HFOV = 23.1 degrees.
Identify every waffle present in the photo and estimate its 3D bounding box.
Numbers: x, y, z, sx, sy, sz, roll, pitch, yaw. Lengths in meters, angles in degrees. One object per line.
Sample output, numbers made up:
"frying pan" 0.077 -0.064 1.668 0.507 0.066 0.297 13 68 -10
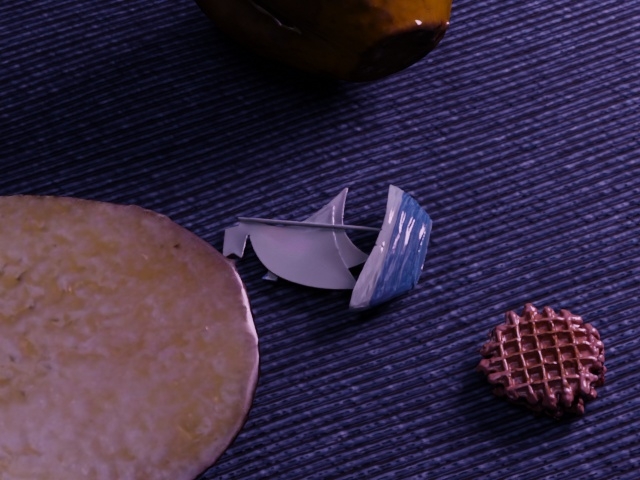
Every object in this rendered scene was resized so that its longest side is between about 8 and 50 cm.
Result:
"waffle" 0.144 0.077 1.013 0.083 0.029 0.075 22 58 25

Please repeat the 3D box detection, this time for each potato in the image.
"potato" -0.189 0.098 0.994 0.299 0.116 0.239 -7 57 -11

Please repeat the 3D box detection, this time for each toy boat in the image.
"toy boat" 0.006 0.008 1.081 0.149 0.034 0.105 -9 50 1

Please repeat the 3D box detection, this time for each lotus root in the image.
"lotus root" 0.002 -0.195 1.152 0.199 0.188 0.180 -36 75 19
